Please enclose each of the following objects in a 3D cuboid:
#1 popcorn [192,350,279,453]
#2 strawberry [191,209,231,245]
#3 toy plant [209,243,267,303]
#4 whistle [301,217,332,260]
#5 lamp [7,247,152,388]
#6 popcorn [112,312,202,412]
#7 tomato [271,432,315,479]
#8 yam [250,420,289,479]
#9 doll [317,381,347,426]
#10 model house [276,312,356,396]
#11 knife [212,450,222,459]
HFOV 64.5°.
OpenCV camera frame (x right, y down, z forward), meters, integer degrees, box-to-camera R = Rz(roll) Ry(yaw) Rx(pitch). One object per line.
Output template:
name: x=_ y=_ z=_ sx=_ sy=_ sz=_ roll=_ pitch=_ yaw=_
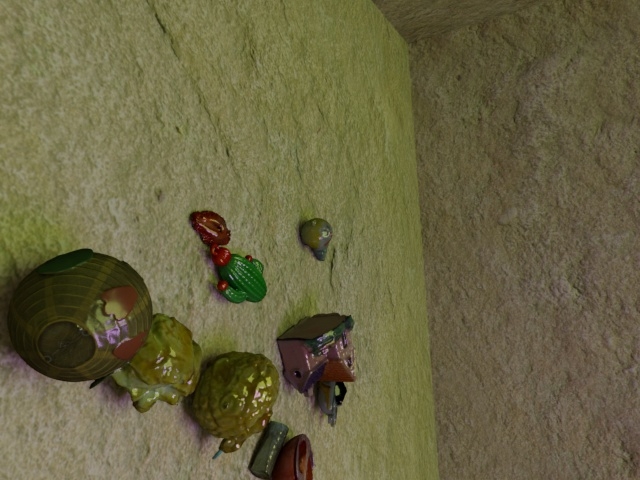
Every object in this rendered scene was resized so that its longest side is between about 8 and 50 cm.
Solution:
popcorn: x=-0.221 y=0.424 z=1.348 sx=0.237 sy=0.206 sz=0.251 roll=0 pitch=96 yaw=-75
strawberry: x=-0.304 y=-0.036 z=1.437 sx=0.152 sy=0.048 sz=0.103 roll=34 pitch=52 yaw=-58
toy plant: x=-0.241 y=0.107 z=1.476 sx=0.240 sy=0.088 sz=0.154 roll=24 pitch=65 yaw=-57
whistle: x=0.000 y=0.000 z=1.917 sx=0.223 sy=0.123 sz=0.122 roll=73 pitch=27 yaw=-47
lamp: x=-0.448 y=0.136 z=0.973 sx=0.284 sy=0.251 sz=0.250 roll=-128 pitch=-161 yaw=-69
popcorn: x=-0.364 y=0.262 z=1.128 sx=0.204 sy=0.184 sz=0.221 roll=58 pitch=-5 yaw=50
tomato: x=-0.090 y=0.719 z=1.599 sx=0.199 sy=0.112 sz=0.227 roll=-73 pitch=155 yaw=-62
yam: x=-0.155 y=0.635 z=1.550 sx=0.068 sy=0.069 sz=0.169 roll=64 pitch=35 yaw=-32
doll: x=0.048 y=0.527 z=1.892 sx=0.145 sy=0.103 sz=0.316 roll=118 pitch=-11 yaw=-47
model house: x=0.005 y=0.400 z=1.742 sx=0.237 sy=0.203 sz=0.237 roll=-27 pitch=107 yaw=-59
knife: x=-0.271 y=0.581 z=1.412 sx=0.091 sy=0.005 sz=0.014 roll=-30 pitch=112 yaw=-58
